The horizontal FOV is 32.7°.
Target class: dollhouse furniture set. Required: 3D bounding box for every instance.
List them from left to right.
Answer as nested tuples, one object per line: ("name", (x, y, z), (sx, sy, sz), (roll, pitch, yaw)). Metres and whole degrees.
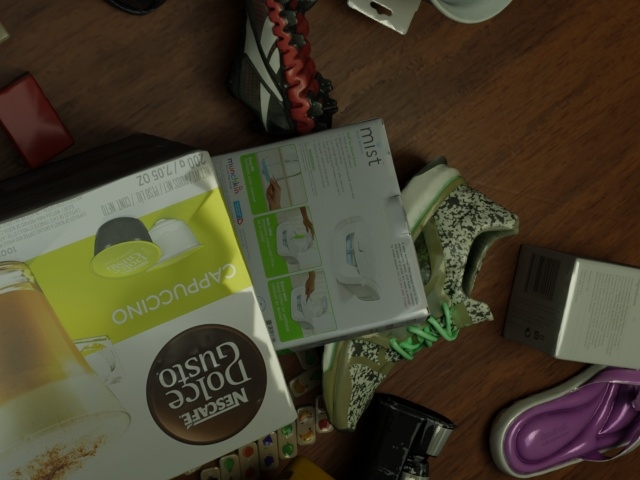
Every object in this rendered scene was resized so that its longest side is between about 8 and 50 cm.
("dollhouse furniture set", (-0.462, -0.219, 1.253), (0.201, 0.152, 0.374), (-35, 109, -14))

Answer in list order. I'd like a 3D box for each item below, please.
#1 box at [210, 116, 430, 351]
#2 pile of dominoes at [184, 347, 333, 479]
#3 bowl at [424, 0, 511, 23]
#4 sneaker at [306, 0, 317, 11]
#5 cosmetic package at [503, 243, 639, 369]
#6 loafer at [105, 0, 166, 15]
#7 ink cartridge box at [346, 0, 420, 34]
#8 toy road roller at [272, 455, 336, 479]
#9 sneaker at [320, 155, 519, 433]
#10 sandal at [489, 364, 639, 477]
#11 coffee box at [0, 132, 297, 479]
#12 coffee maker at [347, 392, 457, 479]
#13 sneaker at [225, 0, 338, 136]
("box", (0.000, 0.000, 1.405), (0.231, 0.127, 0.262), (-14, 81, 0))
("pile of dominoes", (-0.093, 0.244, 1.530), (0.251, 0.040, 0.196), (-30, 107, -15))
("bowl", (0.158, -0.432, 1.392), (0.298, 0.134, 0.297), (-20, 118, -44))
("sneaker", (-0.018, -0.450, 1.428), (0.162, 0.106, 0.281), (32, 86, -20))
("cosmetic package", (0.403, 0.101, 1.649), (0.184, 0.151, 0.151), (10, 94, -22))
("loafer", (-0.311, -0.378, 1.322), (0.303, 0.095, 0.109), (29, 86, -23))
("ink cartridge box", (0.098, -0.384, 1.505), (0.104, 0.060, 0.180), (23, 88, -24))
("toy road roller", (-0.065, 0.445, 1.471), (0.202, 0.329, 0.240), (39, 39, 5))
("sneaker", (0.140, 0.092, 1.499), (0.410, 0.182, 0.158), (-64, 155, -2))
("sandal", (0.462, 0.273, 1.724), (0.416, 0.102, 0.169), (-25, 106, -17))
("coffee box", (-0.273, 0.090, 1.273), (0.338, 0.338, 0.334), (-22, 105, -17))
("coffee maker", (0.089, 0.315, 1.571), (0.171, 0.120, 0.178), (18, 90, -23))
("sneaker", (-0.071, -0.248, 1.412), (0.135, 0.097, 0.276), (-3, 122, 19))
